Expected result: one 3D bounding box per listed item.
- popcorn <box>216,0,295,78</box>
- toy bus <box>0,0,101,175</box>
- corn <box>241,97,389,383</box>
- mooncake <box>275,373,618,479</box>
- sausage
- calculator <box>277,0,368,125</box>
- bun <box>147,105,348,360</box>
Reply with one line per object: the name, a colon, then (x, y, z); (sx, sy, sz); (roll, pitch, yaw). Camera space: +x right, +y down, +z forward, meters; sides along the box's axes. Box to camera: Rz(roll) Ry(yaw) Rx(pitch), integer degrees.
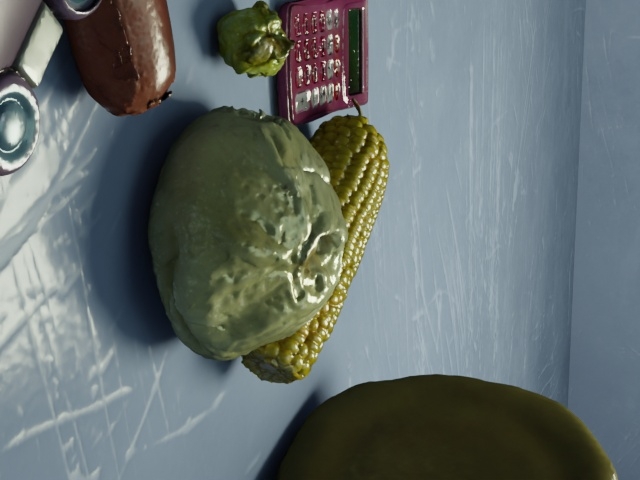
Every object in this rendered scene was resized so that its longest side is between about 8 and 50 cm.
popcorn: (-0.059, -0.179, 0.944); (0.059, 0.068, 0.083); (-47, -160, 23)
toy bus: (-0.198, -0.128, 0.504); (0.142, 0.142, 0.202); (58, 45, -58)
corn: (0.000, 0.000, 1.084); (0.101, 0.102, 0.310); (60, 42, -56)
mooncake: (0.134, 0.327, 1.169); (0.378, 0.379, 0.200); (-53, 149, -51)
sausage: (-0.139, -0.152, 0.736); (0.076, 0.076, 0.141); (-52, 142, -52)
calculator: (0.003, -0.194, 1.124); (0.190, 0.034, 0.126); (-27, 122, -57)
bun: (-0.053, -0.005, 0.904); (0.220, 0.134, 0.220); (8, 90, -69)
